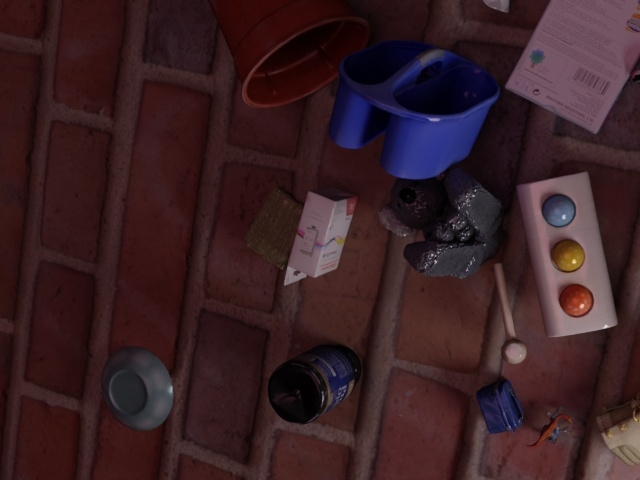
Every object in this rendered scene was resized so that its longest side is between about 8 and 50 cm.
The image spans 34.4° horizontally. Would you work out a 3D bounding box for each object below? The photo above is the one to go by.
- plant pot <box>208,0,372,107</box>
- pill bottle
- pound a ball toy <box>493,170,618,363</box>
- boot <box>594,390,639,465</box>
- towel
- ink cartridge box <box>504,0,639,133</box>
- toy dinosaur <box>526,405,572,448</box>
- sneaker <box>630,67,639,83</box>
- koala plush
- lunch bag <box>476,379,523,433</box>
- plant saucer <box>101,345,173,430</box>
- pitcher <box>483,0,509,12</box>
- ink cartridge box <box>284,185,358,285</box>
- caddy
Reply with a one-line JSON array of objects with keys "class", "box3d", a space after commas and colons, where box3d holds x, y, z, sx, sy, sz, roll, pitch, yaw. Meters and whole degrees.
[{"class": "plant pot", "box3d": [-0.085, -0.436, 1.944, 0.272, 0.272, 0.265, -36, 74, 24]}, {"class": "pill bottle", "box3d": [-0.003, 0.271, 2.009, 0.122, 0.219, 0.123, 4, 99, 25]}, {"class": "pound a ball toy", "box3d": [0.397, 0.054, 1.817, 0.208, 0.136, 0.319, -11, 92, 9]}, {"class": "boot", "box3d": [0.564, 0.276, 1.786, 0.203, 0.095, 0.262, -24, 118, 28]}, {"class": "towel", "box3d": [-0.086, -0.026, 2.115, 0.110, 0.027, 0.148, 35, 111, 18]}, {"class": "ink cartridge box", "box3d": [0.476, -0.363, 1.793, 0.185, 0.065, 0.311, 32, 111, 16]}, {"class": "toy dinosaur", "box3d": [0.431, 0.349, 1.903, 0.047, 0.090, 0.082, 42, 156, 25]}, {"class": "sneaker", "box3d": [0.608, -0.259, 1.734, 0.170, 0.063, 0.075, 2, 101, 5]}, {"class": "koala plush", "box3d": [0.212, -0.051, 1.915, 0.221, 0.203, 0.196, 36, 102, 39]}, {"class": "lunch bag", "box3d": [0.343, 0.315, 1.940, 0.065, 0.067, 0.099, -21, 89, 26]}, {"class": "plant saucer", "box3d": [-0.421, 0.336, 2.310, 0.194, 0.037, 0.195, 3, 98, 25]}, {"class": "pitcher", "box3d": [0.341, -0.534, 1.811, 0.207, 0.125, 0.178, -48, 61, 33]}, {"class": "ink cartridge box", "box3d": [0.000, 0.000, 2.030, 0.067, 0.115, 0.198, 22, 106, 20]}, {"class": "caddy", "box3d": [0.166, -0.253, 1.811, 0.241, 0.341, 0.179, 31, 124, 20]}]
